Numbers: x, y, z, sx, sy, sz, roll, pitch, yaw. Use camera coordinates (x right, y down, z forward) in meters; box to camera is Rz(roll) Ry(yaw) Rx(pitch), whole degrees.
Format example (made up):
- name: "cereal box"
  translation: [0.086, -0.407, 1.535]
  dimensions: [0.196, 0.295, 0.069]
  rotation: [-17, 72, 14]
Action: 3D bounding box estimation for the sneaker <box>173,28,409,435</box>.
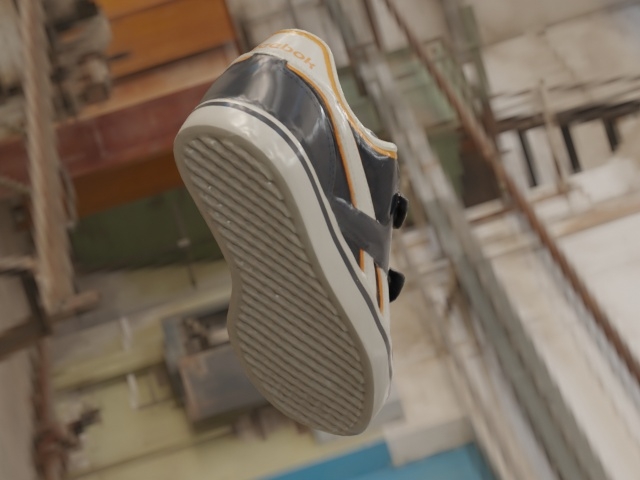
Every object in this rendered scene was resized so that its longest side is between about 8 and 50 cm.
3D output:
- name: "sneaker"
  translation: [0.000, 0.000, 1.148]
  dimensions: [0.127, 0.126, 0.321]
  rotation: [-59, 151, -35]
